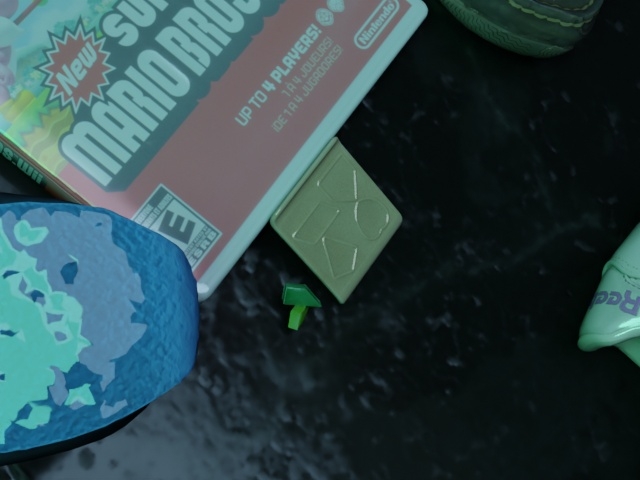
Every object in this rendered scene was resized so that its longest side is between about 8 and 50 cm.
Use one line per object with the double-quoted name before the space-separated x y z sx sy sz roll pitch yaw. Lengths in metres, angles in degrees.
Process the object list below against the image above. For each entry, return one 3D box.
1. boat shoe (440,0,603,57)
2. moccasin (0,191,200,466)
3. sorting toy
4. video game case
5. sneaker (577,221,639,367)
"boat shoe" 0.120 -0.274 0.660 0.132 0.130 0.355 9 71 -18
"moccasin" -0.217 0.046 0.441 0.342 0.117 0.138 5 83 -8
"sorting toy" 0.000 0.000 0.591 0.062 0.012 0.083 51 62 -27
"video game case" -0.109 -0.133 0.589 0.285 0.025 0.204 39 65 -6
"sneaker" 0.258 0.103 0.628 0.305 0.114 0.152 43 73 3
